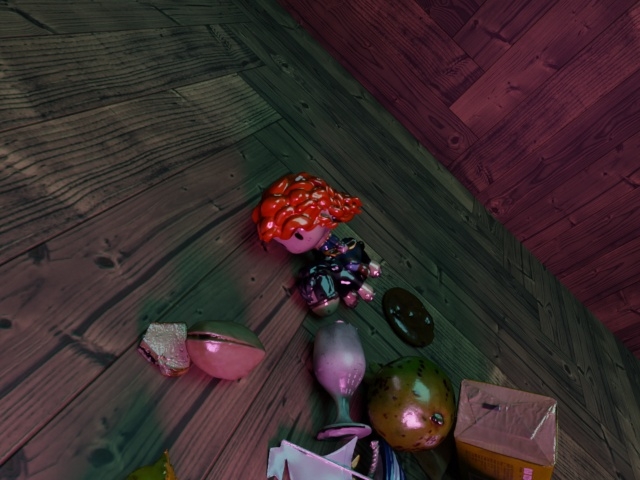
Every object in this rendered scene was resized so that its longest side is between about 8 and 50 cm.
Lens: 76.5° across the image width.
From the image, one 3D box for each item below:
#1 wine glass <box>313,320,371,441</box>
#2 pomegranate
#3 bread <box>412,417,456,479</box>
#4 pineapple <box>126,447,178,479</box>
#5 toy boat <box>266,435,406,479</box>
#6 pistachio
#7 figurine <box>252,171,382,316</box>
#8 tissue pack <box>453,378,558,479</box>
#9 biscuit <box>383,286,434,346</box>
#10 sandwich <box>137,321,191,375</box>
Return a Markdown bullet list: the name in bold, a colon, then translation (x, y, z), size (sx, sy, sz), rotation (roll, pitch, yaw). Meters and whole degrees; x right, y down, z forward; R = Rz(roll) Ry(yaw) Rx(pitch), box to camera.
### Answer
- **wine glass**: translation (0.045, 0.312, 0.914), size (0.126, 0.126, 0.241), rotation (23, 45, -29)
- **pomegranate**: translation (0.194, 0.366, 0.947), size (0.211, 0.263, 0.211), rotation (-3, 98, -24)
- **bread**: translation (0.295, 0.495, 1.041), size (0.139, 0.060, 0.178), rotation (54, 36, 10)
- **pineapple**: translation (-0.257, 0.442, 0.521), size (0.164, 0.140, 0.250), rotation (-18, 35, -10)
- **toy boat**: translation (0.032, 0.470, 0.788), size (0.291, 0.067, 0.220), rotation (30, 55, -12)
- **pistachio**: translation (-0.184, 0.206, 0.777), size (0.185, 0.126, 0.108), rotation (36, 55, -49)
- **figurine**: translation (0.001, 0.012, 1.108), size (0.306, 0.241, 0.412), rotation (-26, 93, -29)
- **tissue pack**: translation (0.434, 0.477, 0.960), size (0.167, 0.200, 0.275), rotation (-62, 144, -39)
- **biscuit**: translation (0.286, 0.239, 1.299), size (0.212, 0.036, 0.212), rotation (27, 39, -24)
- **sandwich**: translation (-0.288, 0.203, 0.758), size (0.093, 0.036, 0.105), rotation (4, 54, -44)
